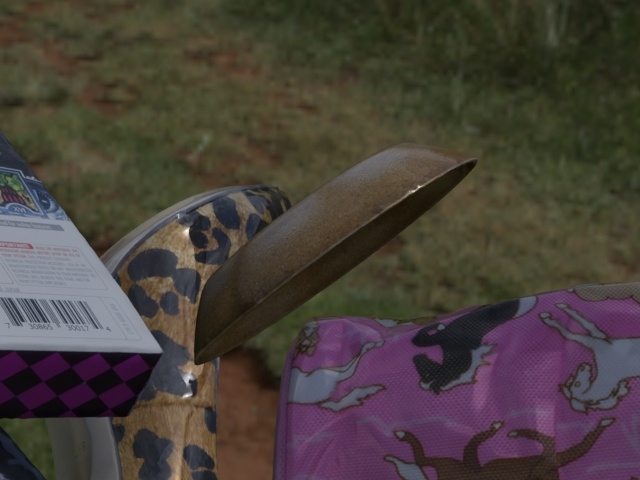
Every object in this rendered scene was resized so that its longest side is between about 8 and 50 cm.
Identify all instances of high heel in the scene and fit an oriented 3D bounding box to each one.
[{"bbox_3d":[-0.051,0.088,0.755,0.186,0.093,0.261,52,44,0],"label":"high heel"}]

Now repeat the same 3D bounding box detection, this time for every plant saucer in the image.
[{"bbox_3d":[0.000,0.000,0.407,0.015,0.083,0.083,54,41,5],"label":"plant saucer"}]

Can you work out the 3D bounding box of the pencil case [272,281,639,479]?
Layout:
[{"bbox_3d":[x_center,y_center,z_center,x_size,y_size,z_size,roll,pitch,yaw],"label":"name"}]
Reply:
[{"bbox_3d":[0.167,0.106,0.764,0.386,0.160,0.167,-4,44,12],"label":"pencil case"}]

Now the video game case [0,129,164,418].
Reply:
[{"bbox_3d":[-0.203,-0.012,0.638,0.232,0.042,0.210,4,34,-44],"label":"video game case"}]
